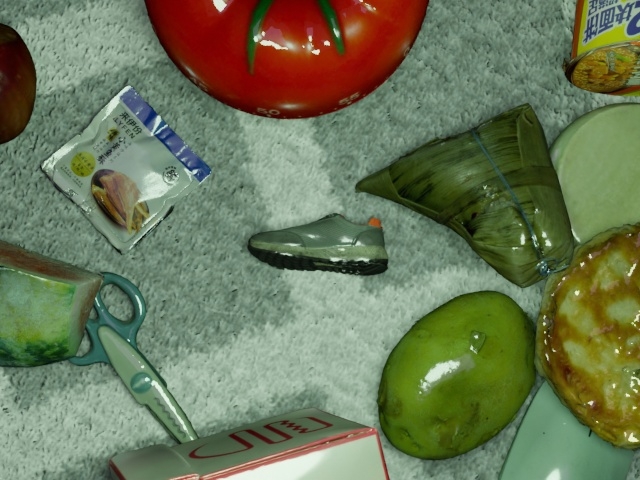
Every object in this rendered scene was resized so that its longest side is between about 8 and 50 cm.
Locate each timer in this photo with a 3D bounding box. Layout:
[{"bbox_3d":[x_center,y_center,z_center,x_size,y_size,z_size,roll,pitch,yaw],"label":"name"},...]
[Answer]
[{"bbox_3d":[-0.043,-0.346,1.704,0.378,0.279,0.378,0,87,-3],"label":"timer"}]

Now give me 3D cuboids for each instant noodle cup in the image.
[{"bbox_3d":[0.436,-0.310,1.781,0.213,0.213,0.174,2,77,-4],"label":"instant noodle cup"}]

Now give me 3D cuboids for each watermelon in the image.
[{"bbox_3d":[-0.451,0.049,1.705,0.305,0.224,0.180,23,44,6],"label":"watermelon"}]

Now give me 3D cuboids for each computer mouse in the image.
[{"bbox_3d":[0.331,0.311,1.765,0.159,0.097,0.288,27,84,1],"label":"computer mouse"}]

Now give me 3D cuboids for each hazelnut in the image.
[{"bbox_3d":[-0.474,-0.205,1.726,0.204,0.178,0.178,-12,86,0],"label":"hazelnut"}]

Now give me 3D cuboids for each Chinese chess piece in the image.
[{"bbox_3d":[0.424,-0.065,1.801,0.250,0.101,0.250,0,85,-4],"label":"Chinese chess piece"}]

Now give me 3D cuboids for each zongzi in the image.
[{"bbox_3d":[0.184,-0.029,1.718,0.274,0.125,0.251,-19,51,14],"label":"zongzi"}]

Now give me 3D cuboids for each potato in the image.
[{"bbox_3d":[0.185,0.181,1.739,0.186,0.148,0.253,36,84,2],"label":"potato"}]

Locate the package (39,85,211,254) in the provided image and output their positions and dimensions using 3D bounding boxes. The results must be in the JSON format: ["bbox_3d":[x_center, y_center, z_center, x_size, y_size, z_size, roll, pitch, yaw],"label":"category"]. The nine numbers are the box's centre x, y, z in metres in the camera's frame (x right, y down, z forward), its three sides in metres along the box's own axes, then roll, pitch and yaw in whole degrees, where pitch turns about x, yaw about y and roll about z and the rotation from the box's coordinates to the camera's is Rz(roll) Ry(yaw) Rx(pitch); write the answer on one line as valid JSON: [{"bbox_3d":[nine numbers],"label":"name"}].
[{"bbox_3d":[-0.266,-0.097,1.790,0.173,0.027,0.171,-44,90,-3],"label":"package"}]

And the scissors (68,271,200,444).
[{"bbox_3d":[-0.243,0.181,1.760,0.138,0.041,0.289,-38,88,-1],"label":"scissors"}]

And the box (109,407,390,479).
[{"bbox_3d":[-0.071,0.393,1.598,0.300,0.312,0.314,-14,91,-14],"label":"box"}]

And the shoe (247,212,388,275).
[{"bbox_3d":[-0.002,0.000,1.785,0.194,0.074,0.077,6,73,-6],"label":"shoe"}]

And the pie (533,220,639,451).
[{"bbox_3d":[0.426,0.121,1.714,0.315,0.092,0.315,-1,96,-7],"label":"pie"}]
